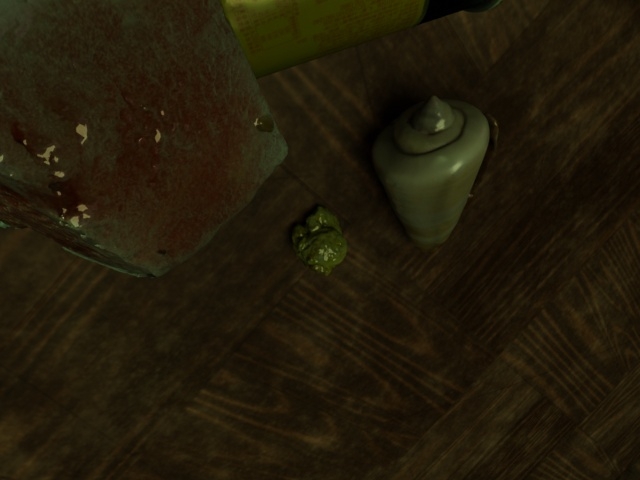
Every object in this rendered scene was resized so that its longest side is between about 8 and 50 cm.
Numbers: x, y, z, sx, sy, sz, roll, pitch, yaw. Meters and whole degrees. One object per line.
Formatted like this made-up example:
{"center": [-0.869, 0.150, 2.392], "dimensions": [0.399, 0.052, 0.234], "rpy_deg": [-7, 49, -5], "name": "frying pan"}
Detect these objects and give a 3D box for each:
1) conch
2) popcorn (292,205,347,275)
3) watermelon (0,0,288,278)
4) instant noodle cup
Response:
{"center": [0.126, -0.081, 0.695], "dimensions": [0.158, 0.127, 0.255], "rpy_deg": [-53, 162, -31], "name": "conch"}
{"center": [0.003, 0.001, 0.694], "dimensions": [0.059, 0.068, 0.083], "rpy_deg": [33, 60, -63], "name": "popcorn"}
{"center": [-0.150, -0.074, 0.397], "dimensions": [0.201, 0.261, 0.213], "rpy_deg": [46, 73, -2], "name": "watermelon"}
{"center": [0.010, -0.244, 0.459], "dimensions": [0.236, 0.215, 0.216], "rpy_deg": [-27, 129, -5], "name": "instant noodle cup"}
